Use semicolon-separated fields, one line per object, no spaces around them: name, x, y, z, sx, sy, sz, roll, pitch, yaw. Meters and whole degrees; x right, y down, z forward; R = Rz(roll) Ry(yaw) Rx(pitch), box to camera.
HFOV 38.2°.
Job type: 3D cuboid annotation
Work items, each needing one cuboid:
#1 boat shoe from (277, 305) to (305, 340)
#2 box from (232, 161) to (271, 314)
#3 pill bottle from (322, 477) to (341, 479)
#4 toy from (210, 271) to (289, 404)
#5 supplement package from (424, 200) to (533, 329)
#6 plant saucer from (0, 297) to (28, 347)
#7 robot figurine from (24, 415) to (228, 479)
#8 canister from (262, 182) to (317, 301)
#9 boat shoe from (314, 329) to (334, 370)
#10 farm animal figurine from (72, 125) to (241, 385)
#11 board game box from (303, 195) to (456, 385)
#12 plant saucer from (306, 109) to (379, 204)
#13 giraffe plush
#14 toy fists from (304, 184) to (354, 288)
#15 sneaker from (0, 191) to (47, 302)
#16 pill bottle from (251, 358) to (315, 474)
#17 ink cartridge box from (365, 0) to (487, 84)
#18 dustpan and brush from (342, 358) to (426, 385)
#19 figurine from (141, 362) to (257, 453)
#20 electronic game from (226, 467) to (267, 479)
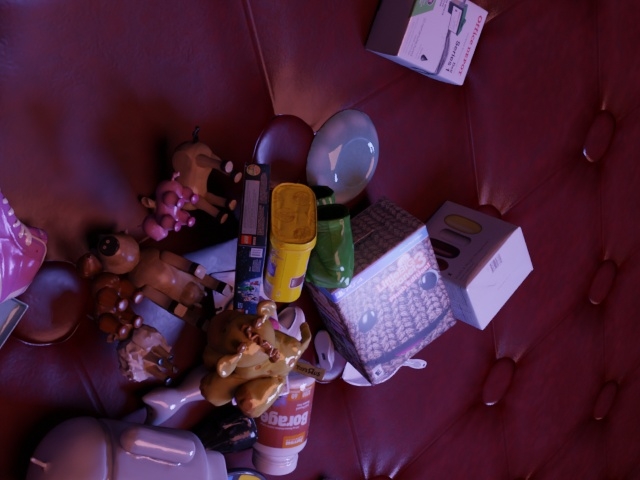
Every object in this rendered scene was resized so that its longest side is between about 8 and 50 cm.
boat shoe;-0.090;0.189;1.758;0.184;0.066;0.063;-54;143;-28
box;-0.116;0.003;1.538;0.233;0.044;0.159;103;-11;-57
pill bottle;0.051;0.623;2.096;0.108;0.108;0.180;-50;137;-16
toy;-0.113;0.169;1.672;0.137;0.056;0.237;-3;83;-44
supplement package;0.314;0.050;2.019;0.194;0.203;0.149;-46;134;-21
plant saucer;-0.515;0.162;1.371;0.192;0.018;0.067;-57;138;-7
robot figurine;-0.323;0.397;1.510;0.354;0.199;0.300;15;127;-32
canister;-0.054;0.007;1.511;0.073;0.126;0.170;4;143;-8
boat shoe;0.012;0.223;1.927;0.035;0.035;0.100;-56;142;-53
farm animal figurine;-0.259;0.022;1.467;0.330;0.172;0.326;-53;150;-25
board game box;0.117;0.103;1.860;0.232;0.141;0.291;-36;132;-13
plant saucer;0.056;-0.154;1.785;0.195;0.037;0.194;-20;122;-38
giraffe plush;-0.116;0.174;1.471;0.170;0.210;0.181;54;37;-57
toy fists;0.000;0.000;1.651;0.096;0.279;0.142;-11;107;-8
sneaker;-0.457;-0.038;1.286;0.161;0.102;0.282;-16;127;-47
pill bottle;-0.080;0.345;1.820;0.121;0.121;0.216;-11;116;-42
ink cartridge box;0.208;-0.406;1.776;0.219;0.093;0.160;10;102;-47
dustpan and brush;0.156;0.262;2.065;0.211;0.060;0.147;13;99;-47
figurine;-0.229;0.324;1.692;0.210;0.092;0.214;-23;123;-32
electronic game;-0.200;0.537;1.813;0.229;0.048;0.229;-20;131;-25
